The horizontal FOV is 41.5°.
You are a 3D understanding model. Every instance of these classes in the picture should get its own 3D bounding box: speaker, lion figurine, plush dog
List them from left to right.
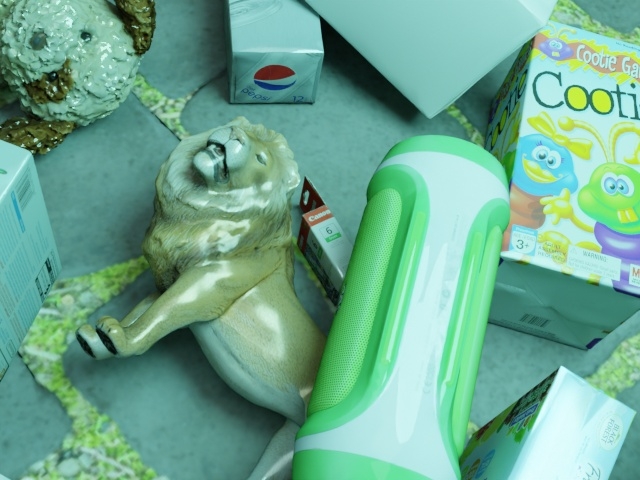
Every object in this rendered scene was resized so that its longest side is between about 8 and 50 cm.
[{"bbox_3d":[-0.288,-0.207,0.839,0.225,0.210,0.262,40,92,-4],"label":"plush dog"},{"bbox_3d":[-0.045,0.094,0.737,0.240,0.142,0.392,-34,91,-29],"label":"lion figurine"},{"bbox_3d":[0.069,0.066,0.663,0.131,0.131,0.297,17,62,0],"label":"speaker"}]

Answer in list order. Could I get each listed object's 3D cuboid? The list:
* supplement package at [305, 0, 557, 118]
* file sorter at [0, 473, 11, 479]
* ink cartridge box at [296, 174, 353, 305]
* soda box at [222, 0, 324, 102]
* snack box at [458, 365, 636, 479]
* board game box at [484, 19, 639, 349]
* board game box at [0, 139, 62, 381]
[{"bbox_3d":[0.088,-0.307,0.856,0.293,0.175,0.177,42,48,-10],"label":"supplement package"},{"bbox_3d":[-0.220,0.262,0.540,0.173,0.278,0.193,30,63,2],"label":"file sorter"},{"bbox_3d":[0.000,0.000,0.819,0.029,0.063,0.115,-25,69,-19],"label":"ink cartridge box"},{"bbox_3d":[-0.061,-0.293,0.939,0.098,0.091,0.286,-1,64,-9],"label":"soda box"},{"bbox_3d":[0.140,0.212,0.654,0.070,0.207,0.174,31,64,7],"label":"snack box"},{"bbox_3d":[0.240,-0.057,0.839,0.144,0.142,0.275,15,63,-1],"label":"board game box"},{"bbox_3d":[-0.316,0.091,0.636,0.097,0.224,0.303,21,62,1],"label":"board game box"}]
